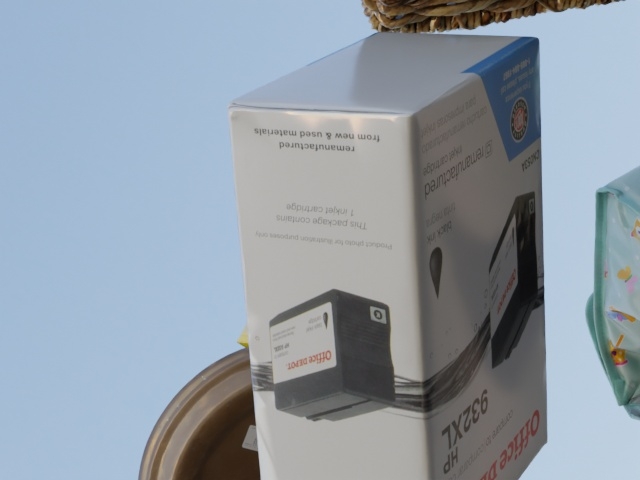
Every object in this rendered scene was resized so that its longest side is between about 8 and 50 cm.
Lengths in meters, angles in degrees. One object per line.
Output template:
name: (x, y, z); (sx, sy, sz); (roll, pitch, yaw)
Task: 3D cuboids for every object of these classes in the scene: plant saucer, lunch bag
plant saucer: (-0.035, 0.229, 1.539); (0.278, 0.041, 0.278); (-5, -73, -18)
lunch bag: (0.381, 0.034, 1.582); (0.223, 0.160, 0.262); (-29, -47, -27)

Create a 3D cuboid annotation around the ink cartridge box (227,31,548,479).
ink cartridge box: (0.056, 0.035, 1.070); (0.223, 0.129, 0.307); (-35, -54, -58)

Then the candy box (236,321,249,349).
candy box: (0.000, 0.000, 1.324); (0.027, 0.105, 0.206); (29, -100, -16)

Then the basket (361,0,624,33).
basket: (0.152, -0.306, 1.172); (0.299, 0.213, 0.223); (-11, -27, 4)
